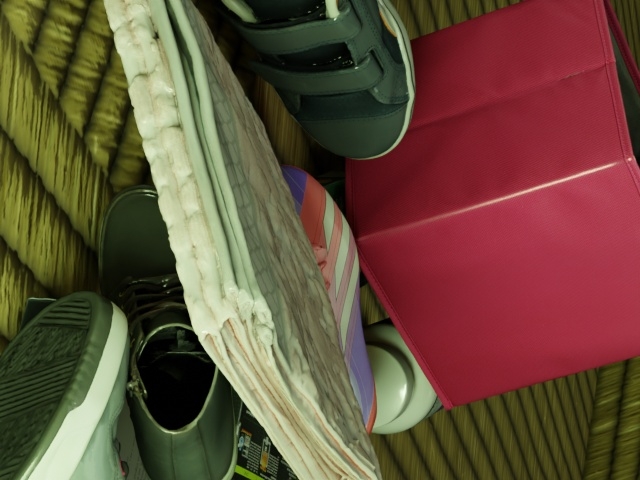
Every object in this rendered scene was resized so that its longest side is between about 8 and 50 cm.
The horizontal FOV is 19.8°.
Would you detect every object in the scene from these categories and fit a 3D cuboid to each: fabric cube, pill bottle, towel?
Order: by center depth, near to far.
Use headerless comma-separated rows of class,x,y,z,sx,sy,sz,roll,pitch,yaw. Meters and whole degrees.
towel,-0.050,-0.013,1.212,0.317,0.053,0.332,62,9,-58
fabric cube,0.186,-0.042,1.686,0.259,0.258,0.254,-91,156,-44
pill bottle,0.071,0.131,1.788,0.193,0.108,0.108,-9,103,-72

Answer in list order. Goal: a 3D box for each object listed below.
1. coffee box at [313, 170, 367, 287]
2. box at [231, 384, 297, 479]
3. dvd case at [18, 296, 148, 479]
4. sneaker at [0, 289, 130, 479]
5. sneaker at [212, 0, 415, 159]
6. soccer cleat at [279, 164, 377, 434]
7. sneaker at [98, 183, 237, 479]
coffee box,0.000,0.000,1.636,0.184,0.040,0.113,-29,121,-70
box,-0.064,0.209,1.480,0.191,0.045,0.184,46,53,-69
dvd case,-0.156,0.163,1.194,0.239,0.029,0.179,59,38,-62
sneaker,-0.128,0.192,1.028,0.178,0.124,0.295,35,63,-35
sneaker,-0.015,-0.180,1.408,0.127,0.126,0.321,-70,147,-52
soccer cleat,-0.007,0.061,1.499,0.095,0.083,0.248,-52,131,-70
sneaker,-0.093,0.042,1.150,0.118,0.083,0.222,92,-16,-62
